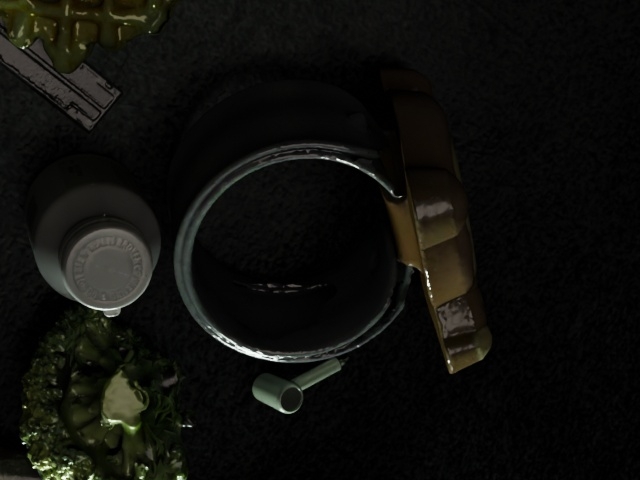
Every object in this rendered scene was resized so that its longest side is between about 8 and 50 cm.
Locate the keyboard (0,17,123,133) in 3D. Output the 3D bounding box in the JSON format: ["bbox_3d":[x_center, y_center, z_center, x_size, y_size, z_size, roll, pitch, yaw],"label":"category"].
[{"bbox_3d":[-0.308,-0.197,1.659,0.198,0.010,0.063,40,92,-24],"label":"keyboard"}]

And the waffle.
[{"bbox_3d":[-0.248,-0.339,1.577,0.317,0.073,0.297,-36,109,15],"label":"waffle"}]

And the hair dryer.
[{"bbox_3d":[-0.017,0.165,1.855,0.124,0.063,0.038,-27,114,-28],"label":"hair dryer"}]

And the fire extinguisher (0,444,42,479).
[{"bbox_3d":[-0.345,0.265,1.775,0.268,0.072,0.089,6,112,-18],"label":"fire extinguisher"}]

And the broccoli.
[{"bbox_3d":[-0.240,0.186,1.717,0.198,0.176,0.226,6,101,-27],"label":"broccoli"}]

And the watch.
[{"bbox_3d":[0.000,0.000,1.698,0.327,0.314,0.335,-13,123,2],"label":"watch"}]

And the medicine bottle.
[{"bbox_3d":[-0.241,-0.005,1.633,0.135,0.215,0.135,-5,110,-14],"label":"medicine bottle"}]
